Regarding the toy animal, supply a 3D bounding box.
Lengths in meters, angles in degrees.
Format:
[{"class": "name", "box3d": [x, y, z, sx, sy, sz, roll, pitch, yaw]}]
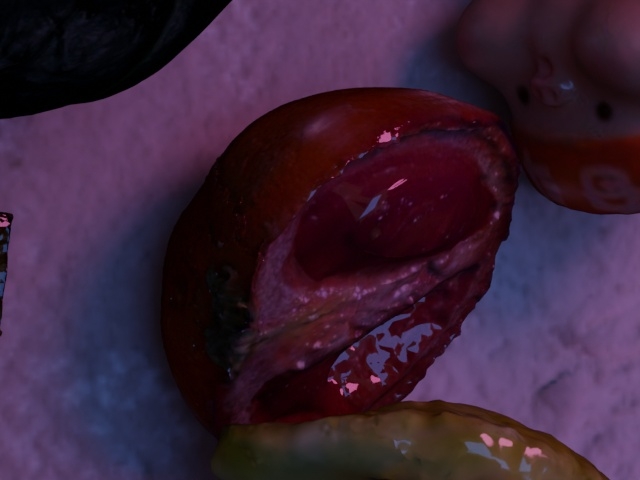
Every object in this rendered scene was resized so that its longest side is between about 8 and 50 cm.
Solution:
[{"class": "toy animal", "box3d": [0.161, -0.106, 0.922, 0.171, 0.171, 0.198, 17, 84, -25]}]

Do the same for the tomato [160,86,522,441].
[{"class": "tomato", "box3d": [0.000, 0.000, 0.880, 0.173, 0.099, 0.189, -16, 137, -40]}]

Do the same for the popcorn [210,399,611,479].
[{"class": "popcorn", "box3d": [0.037, 0.210, 0.833, 0.276, 0.276, 0.226, 13, 48, -25]}]

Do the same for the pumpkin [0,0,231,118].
[{"class": "pumpkin", "box3d": [-0.142, -0.198, 0.732, 0.315, 0.238, 0.315, -4, 95, -53]}]

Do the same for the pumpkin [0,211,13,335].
[{"class": "pumpkin", "box3d": [-0.177, 0.020, 0.813, 0.083, 0.054, 0.074, 5, 83, -21]}]
